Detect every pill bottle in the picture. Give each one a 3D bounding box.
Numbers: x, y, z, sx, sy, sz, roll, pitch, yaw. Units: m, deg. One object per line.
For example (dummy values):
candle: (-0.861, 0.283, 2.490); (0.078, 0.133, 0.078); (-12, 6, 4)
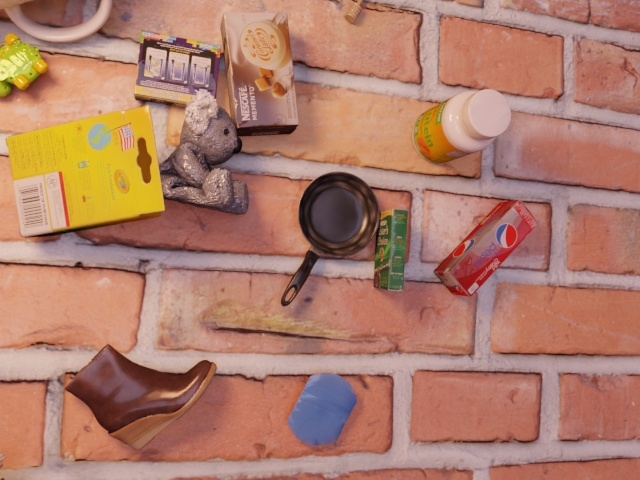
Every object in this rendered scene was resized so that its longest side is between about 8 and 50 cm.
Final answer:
pill bottle: (0.319, -0.261, 1.293); (0.136, 0.246, 0.136); (1, 88, -16)

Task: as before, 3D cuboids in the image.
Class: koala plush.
koala plush: (-0.243, -0.182, 1.169); (0.203, 0.196, 0.221); (11, 89, 5)

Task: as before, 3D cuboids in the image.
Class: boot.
boot: (-0.364, 0.287, 1.167); (0.248, 0.090, 0.207); (-43, 101, -9)

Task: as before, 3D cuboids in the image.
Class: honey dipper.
honey dipper: (0.107, -0.591, 1.358); (0.030, 0.030, 0.160); (32, 77, -12)

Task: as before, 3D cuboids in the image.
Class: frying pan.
frying pan: (0.029, 0.003, 1.306); (0.197, 0.053, 0.326); (12, 87, -15)

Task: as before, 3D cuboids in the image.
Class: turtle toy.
turtle toy: (-0.610, -0.340, 1.130); (0.095, 0.066, 0.130); (45, 78, -10)

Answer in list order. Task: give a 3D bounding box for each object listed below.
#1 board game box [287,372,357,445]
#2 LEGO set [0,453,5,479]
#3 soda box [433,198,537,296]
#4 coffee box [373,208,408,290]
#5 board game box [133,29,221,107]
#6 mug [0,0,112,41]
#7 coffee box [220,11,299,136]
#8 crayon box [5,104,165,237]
board game box: (0.002, 0.381, 1.299); (0.133, 0.033, 0.168); (29, 86, -18)
LEGO set: (-0.681, 0.431, 0.989); (0.192, 0.255, 0.331); (-32, 85, 13)
soda box: (0.405, 0.017, 1.388); (0.263, 0.092, 0.083); (-43, 99, -12)
coffee box: (0.160, 0.021, 1.312); (0.040, 0.113, 0.184); (4, 89, -12)
board game box: (-0.307, -0.363, 1.225); (0.170, 0.048, 0.141); (7, 89, -16)
mug: (-0.537, -0.551, 1.049); (0.328, 0.276, 0.374); (-18, 133, -3)
coffee box: (-0.135, -0.361, 1.245); (0.141, 0.098, 0.246); (-6, 90, -16)
crayon box: (-0.434, -0.126, 1.091); (0.318, 0.081, 0.202); (-8, 91, 16)
